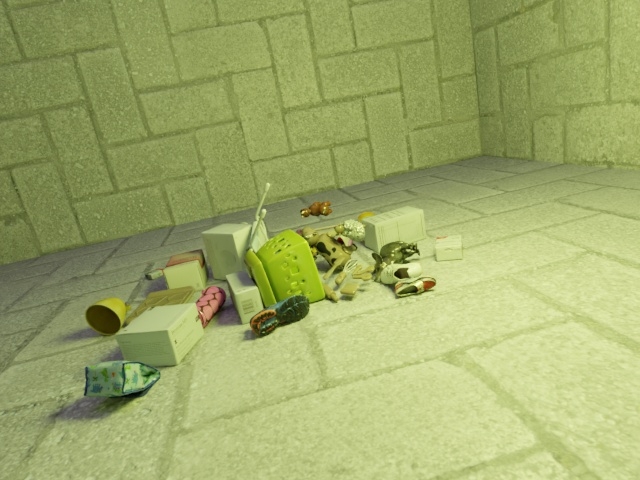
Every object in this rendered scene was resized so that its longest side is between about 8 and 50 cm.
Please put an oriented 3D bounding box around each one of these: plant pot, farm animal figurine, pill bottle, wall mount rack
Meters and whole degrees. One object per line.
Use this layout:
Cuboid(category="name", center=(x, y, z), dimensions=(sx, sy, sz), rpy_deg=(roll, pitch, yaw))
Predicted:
Cuboid(category="plant pot", center=(-0.139, 0.113, 1.559), dimensions=(0.207, 0.228, 0.227), rpy_deg=(-22, 18, -14))
Cuboid(category="farm animal figurine", center=(-0.005, 0.022, 1.794), dimensions=(0.326, 0.331, 0.172), rpy_deg=(29, 30, 22))
Cuboid(category="pill bottle", center=(0.232, -0.073, 2.123), dimensions=(0.117, 0.118, 0.208), rpy_deg=(-11, 15, 2))
Cuboid(category="plant pot", center=(-0.768, 0.262, 1.605), dimensions=(0.134, 0.134, 0.095), rpy_deg=(-8, 26, 11))
Cuboid(category="wall mount rack", center=(-0.218, -0.037, 1.758), dimensions=(0.130, 0.304, 0.350), rpy_deg=(-15, 34, 8))

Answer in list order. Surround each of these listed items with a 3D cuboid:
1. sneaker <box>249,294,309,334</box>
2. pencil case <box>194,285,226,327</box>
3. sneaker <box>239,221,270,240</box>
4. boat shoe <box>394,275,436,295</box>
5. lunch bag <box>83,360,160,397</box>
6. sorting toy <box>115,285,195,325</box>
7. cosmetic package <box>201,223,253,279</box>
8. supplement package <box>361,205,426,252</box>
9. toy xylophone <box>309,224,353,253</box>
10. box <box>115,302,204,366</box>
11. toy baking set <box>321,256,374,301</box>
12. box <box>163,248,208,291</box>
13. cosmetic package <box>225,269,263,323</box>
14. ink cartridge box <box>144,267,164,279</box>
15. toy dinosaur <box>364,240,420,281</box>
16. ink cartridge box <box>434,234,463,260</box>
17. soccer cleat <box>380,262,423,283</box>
Cuboid(category="sneaker", center=(-0.133, 0.228, 1.410), dimensions=(0.221, 0.083, 0.087), rpy_deg=(-16, 8, -29))
Cuboid(category="pencil case", center=(-0.413, 0.236, 1.555), dimensions=(0.098, 0.095, 0.209), rpy_deg=(25, 17, 0))
Cuboid(category="sneaker", center=(-0.396, 0.017, 2.246), dimensions=(0.182, 0.158, 0.410), rpy_deg=(-37, 20, -20))
Cuboid(category="boat shoe", center=(0.308, 0.151, 1.419), dimensions=(0.136, 0.049, 0.043), rpy_deg=(-12, 19, 8))
Cuboid(category="lunch bag", center=(-0.524, 0.368, 1.171), dimensions=(0.128, 0.097, 0.151), rpy_deg=(-7, -13, 14))
Cuboid(category="sorting toy", center=(-0.665, 0.268, 1.729), dimensions=(0.306, 0.041, 0.229), rpy_deg=(-10, 20, 4))
Cuboid(category="cosmetic package", center=(-0.377, 0.051, 1.922), dimensions=(0.224, 0.224, 0.138), rpy_deg=(2, 21, 39))
Cuboid(category="supplement package", center=(0.324, -0.054, 1.949), dimensions=(0.243, 0.139, 0.134), rpy_deg=(-16, 18, -17))
Cuboid(category="toy xylophone", center=(0.000, 0.000, 2.096), dimensions=(0.322, 0.081, 0.236), rpy_deg=(-5, 17, 21))
Cuboid(category="box", center=(-0.490, 0.291, 1.363), dimensions=(0.181, 0.119, 0.181), rpy_deg=(-7, 17, 14))
Cuboid(category="toy baking set", center=(0.085, 0.135, 1.580), dimensions=(0.196, 0.030, 0.256), rpy_deg=(-30, 25, -17))
Cuboid(category="box", center=(-0.590, 0.139, 1.947), dimensions=(0.148, 0.127, 0.232), rpy_deg=(-13, 15, -7))
Cuboid(category="cosmetic package", center=(-0.270, 0.194, 1.554), dimensions=(0.085, 0.118, 0.231), rpy_deg=(-15, 17, -15))
Cuboid(category="ink cartridge box", center=(-0.813, 0.161, 2.208), dimensions=(0.062, 0.029, 0.115), rpy_deg=(2, 21, 40))
Cuboid(category="toy dinosaur", center=(0.286, 0.045, 1.675), dimensions=(0.160, 0.121, 0.313), rpy_deg=(3, 23, 25))
Cuboid(category="ink cartridge box", center=(0.496, 0.028, 1.695), dimensions=(0.099, 0.056, 0.135), rpy_deg=(-6, 16, 20))
Cuboid(category="soccer cleat", center=(0.257, 0.111, 1.480), dimensions=(0.076, 0.068, 0.196), rpy_deg=(-13, -5, -35))
